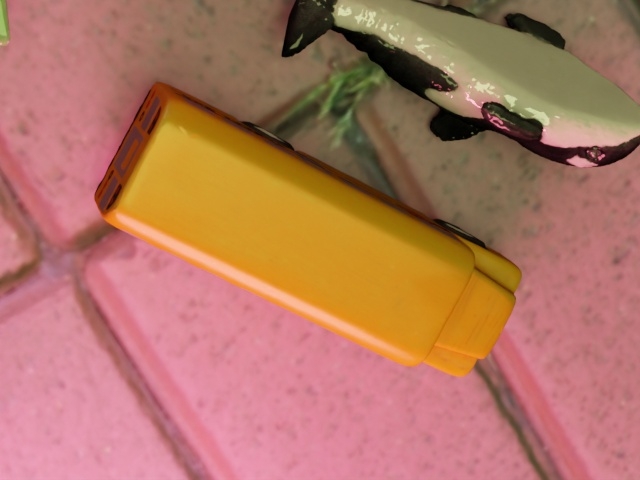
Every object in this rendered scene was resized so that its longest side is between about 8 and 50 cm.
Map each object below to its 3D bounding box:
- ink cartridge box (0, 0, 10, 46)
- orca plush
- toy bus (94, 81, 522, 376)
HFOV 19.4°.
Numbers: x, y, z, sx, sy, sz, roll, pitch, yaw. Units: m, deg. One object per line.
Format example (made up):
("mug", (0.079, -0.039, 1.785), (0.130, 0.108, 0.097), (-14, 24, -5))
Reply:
("ink cartridge box", (-0.371, -0.224, 1.281), (0.289, 0.121, 0.211), (-8, 104, -11))
("orca plush", (0.102, -0.107, 1.437), (0.287, 0.151, 0.102), (12, 131, -19))
("toy bus", (0.000, 0.000, 1.418), (0.333, 0.130, 0.108), (27, 95, -18))
